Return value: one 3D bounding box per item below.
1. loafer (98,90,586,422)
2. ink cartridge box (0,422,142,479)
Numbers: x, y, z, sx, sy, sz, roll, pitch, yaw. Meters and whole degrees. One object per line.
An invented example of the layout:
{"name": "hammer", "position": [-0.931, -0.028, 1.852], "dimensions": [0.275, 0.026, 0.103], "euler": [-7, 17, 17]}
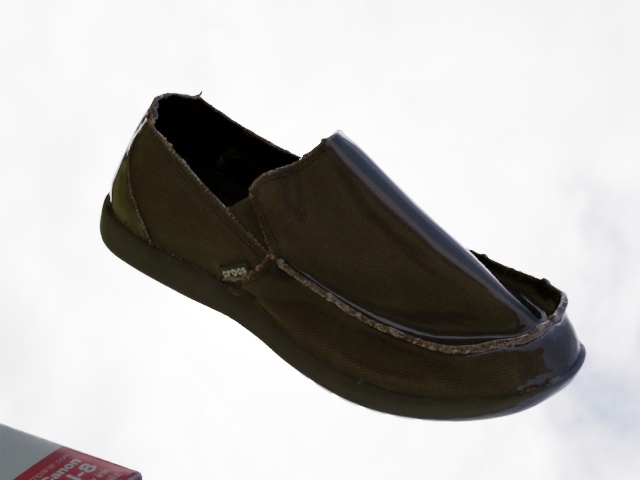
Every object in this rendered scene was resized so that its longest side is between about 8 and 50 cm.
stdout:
{"name": "loafer", "position": [0.000, 0.000, 0.767], "dimensions": [0.366, 0.134, 0.130], "euler": [21, -57, 23]}
{"name": "ink cartridge box", "position": [-0.174, 0.150, 0.475], "dimensions": [0.176, 0.127, 0.128], "euler": [13, -61, 27]}
